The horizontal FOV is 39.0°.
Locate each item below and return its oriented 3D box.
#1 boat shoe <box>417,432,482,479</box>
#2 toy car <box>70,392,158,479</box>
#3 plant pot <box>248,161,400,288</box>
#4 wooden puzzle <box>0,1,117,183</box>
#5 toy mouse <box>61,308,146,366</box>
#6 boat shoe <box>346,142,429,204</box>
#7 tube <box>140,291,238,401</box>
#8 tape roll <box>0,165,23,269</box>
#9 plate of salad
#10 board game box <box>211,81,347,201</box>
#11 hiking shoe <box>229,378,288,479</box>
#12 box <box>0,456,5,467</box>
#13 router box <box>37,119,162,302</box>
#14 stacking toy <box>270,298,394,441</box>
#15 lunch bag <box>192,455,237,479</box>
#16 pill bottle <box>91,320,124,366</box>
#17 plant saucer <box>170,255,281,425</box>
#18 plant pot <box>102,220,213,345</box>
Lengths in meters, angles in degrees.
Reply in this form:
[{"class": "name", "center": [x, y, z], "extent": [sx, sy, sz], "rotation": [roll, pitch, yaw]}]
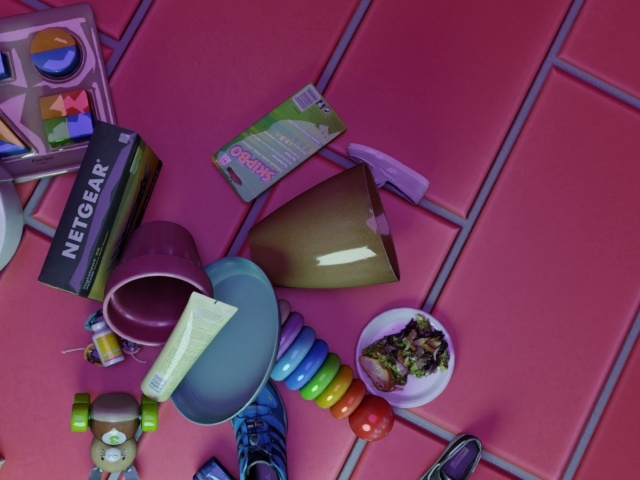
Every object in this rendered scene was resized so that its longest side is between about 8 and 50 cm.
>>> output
[{"class": "boat shoe", "center": [0.238, 0.469, 1.754], "extent": [0.078, 0.070, 0.219], "rotation": [34, 83, 1]}, {"class": "toy car", "center": [-0.389, 0.389, 1.701], "extent": [0.155, 0.149, 0.188], "rotation": [2, 95, -12]}, {"class": "plant pot", "center": [0.000, 0.000, 1.734], "extent": [0.254, 0.237, 0.237], "rotation": [-17, 84, 9]}, {"class": "wooden puzzle", "center": [-0.585, -0.293, 1.791], "extent": [0.322, 0.080, 0.347], "rotation": [-12, 84, -4]}, {"class": "toy mouse", "center": [-0.403, 0.180, 1.771], "extent": [0.161, 0.031, 0.143], "rotation": [21, 83, -1]}, {"class": "boat shoe", "center": [0.129, -0.133, 1.826], "extent": [0.184, 0.066, 0.063], "rotation": [29, 82, -9]}, {"class": "tube", "center": [-0.249, 0.195, 1.664], "extent": [0.062, 0.070, 0.240], "rotation": [44, 115, 18]}, {"class": "tape roll", "center": [-0.717, -0.042, 1.712], "extent": [0.286, 0.100, 0.286], "rotation": [0, 97, 2]}, {"class": "plate of salad", "center": [0.169, 0.231, 1.789], "extent": [0.200, 0.048, 0.199], "rotation": [0, 83, -3]}, {"class": "board game box", "center": [-0.085, -0.196, 1.831], "extent": [0.259, 0.039, 0.124], "rotation": [-37, 86, -9]}, {"class": "hiking shoe", "center": [-0.108, 0.386, 1.712], "extent": [0.113, 0.132, 0.304], "rotation": [-13, 84, -5]}, {"class": "box", "center": [-0.696, 0.475, 1.677], "extent": [0.103, 0.114, 0.203], "rotation": [29, 82, 2]}, {"class": "router box", "center": [-0.403, -0.044, 1.689], "extent": [0.081, 0.243, 0.308], "rotation": [18, 83, 3]}, {"class": "stacking toy", "center": [0.008, 0.264, 1.740], "extent": [0.330, 0.141, 0.141], "rotation": [39, 83, -3]}, {"class": "lunch bag", "center": [-0.198, 0.472, 1.730], "extent": [0.065, 0.067, 0.098], "rotation": [-43, 89, -6]}, {"class": "pill bottle", "center": [-0.409, 0.197, 1.729], "extent": [0.043, 0.043, 0.083], "rotation": [-22, 86, -6]}, {"class": "plant saucer", "center": [-0.179, 0.187, 1.688], "extent": [0.044, 0.318, 0.317], "rotation": [20, 80, -44]}, {"class": "plant pot", "center": [-0.301, 0.069, 1.699], "extent": [0.201, 0.201, 0.180], "rotation": [-3, 43, -4]}]
